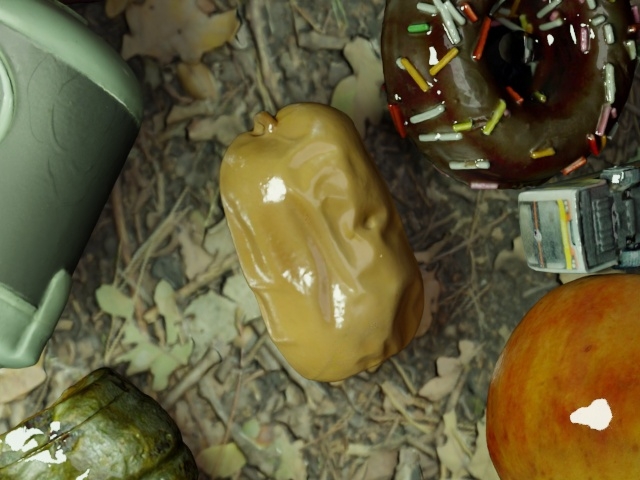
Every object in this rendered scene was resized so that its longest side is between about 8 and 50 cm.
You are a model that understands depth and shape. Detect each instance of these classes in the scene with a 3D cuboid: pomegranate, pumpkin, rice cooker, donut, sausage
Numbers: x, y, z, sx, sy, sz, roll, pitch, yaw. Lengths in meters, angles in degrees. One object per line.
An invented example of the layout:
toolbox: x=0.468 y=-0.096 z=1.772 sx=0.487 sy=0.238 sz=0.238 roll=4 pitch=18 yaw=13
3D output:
pomegranate: x=0.279 y=0.136 z=1.696 sx=0.229 sy=0.252 sz=0.270 roll=35 pitch=62 yaw=-29
pumpkin: x=-0.215 y=0.197 z=1.502 sx=0.248 sy=0.126 sz=0.131 roll=-36 pitch=105 yaw=-22
rice cooker: x=-0.293 y=-0.053 z=1.376 sx=0.288 sy=0.288 sz=0.277 roll=30 pitch=78 yaw=-25
donut: x=0.173 y=-0.173 z=1.714 sx=0.270 sy=0.103 sz=0.269 roll=0 pitch=89 yaw=-29
sausage: x=0.001 y=0.000 z=1.615 sx=0.136 sy=0.120 sz=0.241 roll=-27 pitch=103 yaw=-36

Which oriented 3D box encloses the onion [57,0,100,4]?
onion: x=-0.197 y=-0.369 z=1.409 sx=0.358 sy=0.345 sz=0.358 roll=11 pitch=52 yaw=-15

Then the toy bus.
toy bus: x=0.289 y=-0.032 z=1.748 sx=0.268 sy=0.106 sz=0.092 roll=-15 pitch=100 yaw=-42
